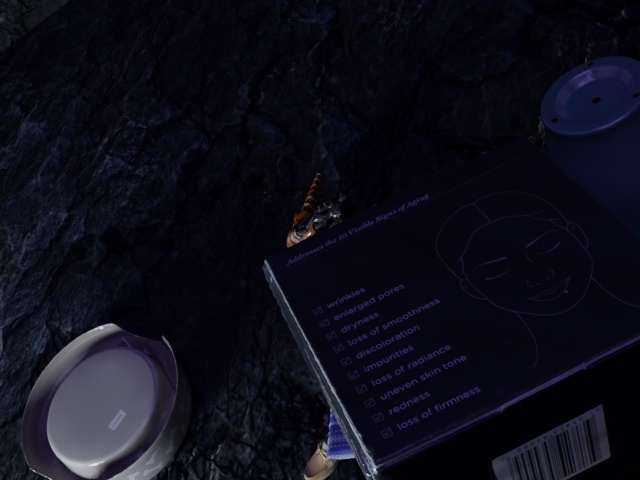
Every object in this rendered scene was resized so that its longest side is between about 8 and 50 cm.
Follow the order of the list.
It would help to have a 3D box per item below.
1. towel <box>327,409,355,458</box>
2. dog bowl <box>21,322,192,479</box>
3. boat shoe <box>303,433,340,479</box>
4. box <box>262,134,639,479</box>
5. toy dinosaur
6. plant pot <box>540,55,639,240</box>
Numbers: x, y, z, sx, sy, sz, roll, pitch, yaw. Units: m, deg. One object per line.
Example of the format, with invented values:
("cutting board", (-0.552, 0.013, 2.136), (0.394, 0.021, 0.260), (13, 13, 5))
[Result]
("towel", (0.136, 0.219, 1.721), (0.243, 0.040, 0.336), (-9, 38, 12))
("dog bowl", (-0.402, 0.331, 1.964), (0.348, 0.102, 0.349), (-14, 52, 19))
("boat shoe", (0.017, 0.358, 1.754), (0.135, 0.045, 0.050), (-47, 48, -9))
("box", (0.232, 0.151, 1.498), (0.480, 0.297, 0.472), (-25, 40, -5))
("toy dinosaur", (0.000, 0.000, 1.967), (0.218, 0.164, 0.322), (-27, 68, 30))
("plant pot", (0.497, -0.156, 1.699), (0.271, 0.255, 0.272), (-21, 40, 19))
